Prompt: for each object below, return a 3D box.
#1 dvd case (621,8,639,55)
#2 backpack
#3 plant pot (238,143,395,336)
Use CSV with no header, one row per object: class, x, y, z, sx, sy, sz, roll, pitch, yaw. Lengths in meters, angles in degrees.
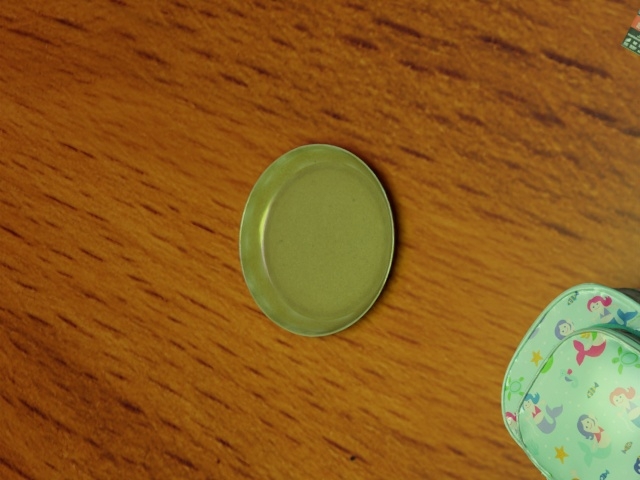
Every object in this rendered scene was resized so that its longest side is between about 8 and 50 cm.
dvd case,0.386,-0.244,1.774,0.087,0.013,0.119,36,109,32
backpack,0.312,0.170,1.707,0.253,0.191,0.225,46,114,34
plant pot,0.000,0.000,2.033,0.236,0.032,0.236,-2,87,36
